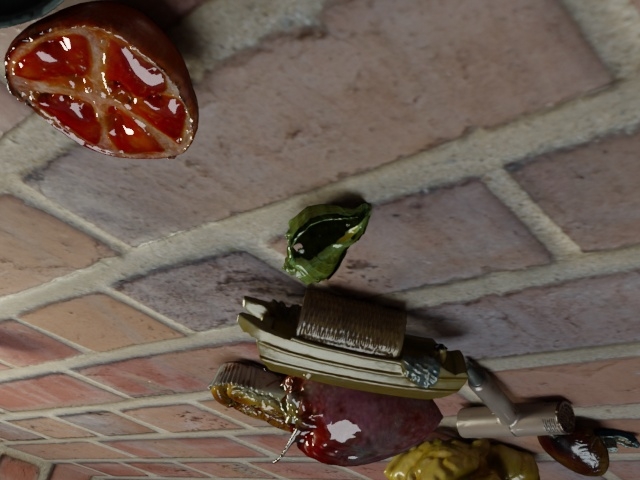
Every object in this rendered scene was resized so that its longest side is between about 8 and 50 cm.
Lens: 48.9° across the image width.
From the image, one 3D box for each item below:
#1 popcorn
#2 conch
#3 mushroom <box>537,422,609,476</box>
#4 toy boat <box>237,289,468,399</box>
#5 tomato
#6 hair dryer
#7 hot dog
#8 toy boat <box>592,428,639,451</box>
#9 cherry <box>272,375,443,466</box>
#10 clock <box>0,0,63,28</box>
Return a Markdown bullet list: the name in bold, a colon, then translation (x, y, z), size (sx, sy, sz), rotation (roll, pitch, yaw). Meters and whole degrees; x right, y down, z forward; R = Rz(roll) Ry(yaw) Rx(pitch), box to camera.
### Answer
- **popcorn**: translation (0.264, 0.490, 1.367), size (0.332, 0.225, 0.265), rotation (-15, 158, 6)
- **conch**: translation (0.000, 0.000, 0.734), size (0.121, 0.074, 0.089), rotation (-35, 168, 26)
- **mushroom**: translation (0.419, 0.347, 1.173), size (0.123, 0.052, 0.123), rotation (35, 154, 20)
- **toy boat**: translation (0.042, 0.130, 0.924), size (0.310, 0.089, 0.115), rotation (12, 114, 3)
- **tomato**: translation (-0.164, -0.134, 0.571), size (0.155, 0.069, 0.156), rotation (11, 148, 7)
- **hair dryer**: translation (0.253, 0.253, 1.102), size (0.220, 0.054, 0.195), rotation (34, 145, -31)
- **hot dog**: translation (-0.080, 0.296, 1.288), size (0.267, 0.075, 0.144), rotation (23, 147, -23)
- **toy boat**: translation (0.486, 0.336, 1.171), size (0.083, 0.038, 0.038), rotation (7, 150, 11)
- **cherry**: translation (0.061, 0.247, 1.042), size (0.249, 0.175, 0.192), rotation (7, 120, -3)
- **clock**: translation (-0.274, -0.257, 0.407), size (0.312, 0.061, 0.313), rotation (10, 151, 6)
